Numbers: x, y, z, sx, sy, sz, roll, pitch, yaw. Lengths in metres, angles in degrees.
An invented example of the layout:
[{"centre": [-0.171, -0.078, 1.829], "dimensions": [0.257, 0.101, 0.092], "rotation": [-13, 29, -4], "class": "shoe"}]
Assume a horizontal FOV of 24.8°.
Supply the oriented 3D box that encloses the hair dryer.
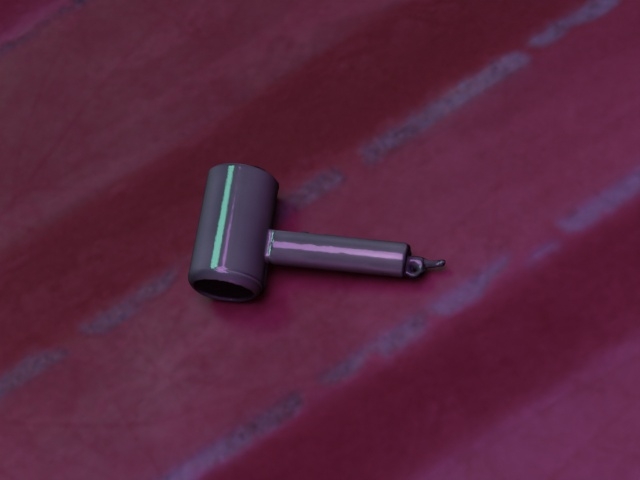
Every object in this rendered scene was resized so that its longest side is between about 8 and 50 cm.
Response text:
[{"centre": [0.000, 0.000, 0.717], "dimensions": [0.124, 0.038, 0.063], "rotation": [6, 70, 7], "class": "hair dryer"}]
